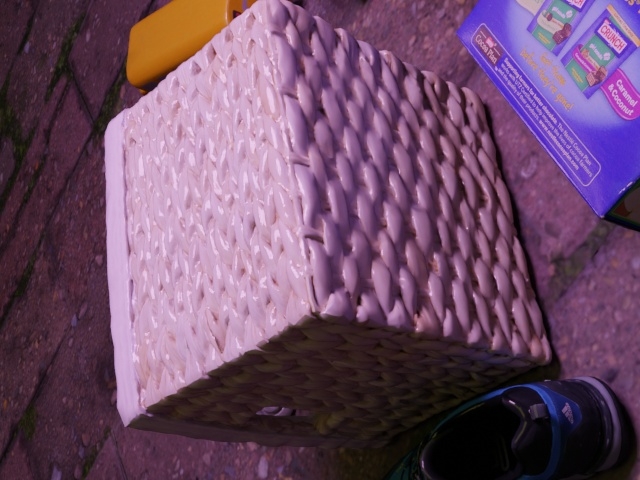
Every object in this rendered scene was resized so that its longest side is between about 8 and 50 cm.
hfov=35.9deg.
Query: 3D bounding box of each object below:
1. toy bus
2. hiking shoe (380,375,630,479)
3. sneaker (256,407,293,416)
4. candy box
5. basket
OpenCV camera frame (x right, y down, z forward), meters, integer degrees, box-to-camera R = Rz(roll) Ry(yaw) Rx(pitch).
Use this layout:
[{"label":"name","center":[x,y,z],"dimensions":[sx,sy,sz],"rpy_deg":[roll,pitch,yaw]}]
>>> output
[{"label":"toy bus","center":[-0.168,-0.272,1.387],"dimensions":[0.333,0.130,0.108],"rpy_deg":[-12,71,50]},{"label":"hiking shoe","center":[0.120,0.199,0.884],"dimensions":[0.304,0.132,0.113],"rpy_deg":[-44,49,37]},{"label":"sneaker","center":[-0.087,0.114,1.222],"dimensions":[0.095,0.090,0.235],"rpy_deg":[-21,63,59]},{"label":"candy box","center":[0.291,-0.204,0.783],"dimensions":[0.317,0.122,0.268],"rpy_deg":[-54,42,30]},{"label":"basket","center":[0.000,0.000,0.944],"dimensions":[0.266,0.328,0.331],"rpy_deg":[-33,55,38]}]
